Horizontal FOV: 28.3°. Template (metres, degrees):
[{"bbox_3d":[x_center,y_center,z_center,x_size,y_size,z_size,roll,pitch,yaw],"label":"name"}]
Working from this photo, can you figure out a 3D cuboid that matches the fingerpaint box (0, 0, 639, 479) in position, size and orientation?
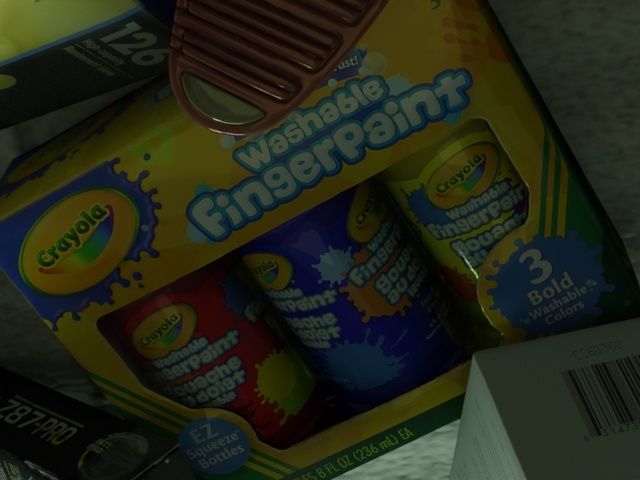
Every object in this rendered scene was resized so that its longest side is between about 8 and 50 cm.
[{"bbox_3d":[0.000,0.000,1.101,0.445,0.163,0.371,-27,114,14],"label":"fingerpaint box"}]

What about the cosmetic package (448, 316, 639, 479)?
[{"bbox_3d":[0.232,0.243,1.119,0.217,0.156,0.385,-12,140,-9],"label":"cosmetic package"}]

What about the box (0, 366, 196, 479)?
[{"bbox_3d":[-0.200,0.329,1.215,0.097,0.318,0.394,-34,120,-32],"label":"box"}]

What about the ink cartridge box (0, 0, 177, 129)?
[{"bbox_3d":[-0.212,-0.190,0.934,0.307,0.072,0.303,-15,160,20],"label":"ink cartridge box"}]

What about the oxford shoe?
[{"bbox_3d":[0.015,-0.257,0.919,0.140,0.146,0.397,29,97,-4],"label":"oxford shoe"}]
